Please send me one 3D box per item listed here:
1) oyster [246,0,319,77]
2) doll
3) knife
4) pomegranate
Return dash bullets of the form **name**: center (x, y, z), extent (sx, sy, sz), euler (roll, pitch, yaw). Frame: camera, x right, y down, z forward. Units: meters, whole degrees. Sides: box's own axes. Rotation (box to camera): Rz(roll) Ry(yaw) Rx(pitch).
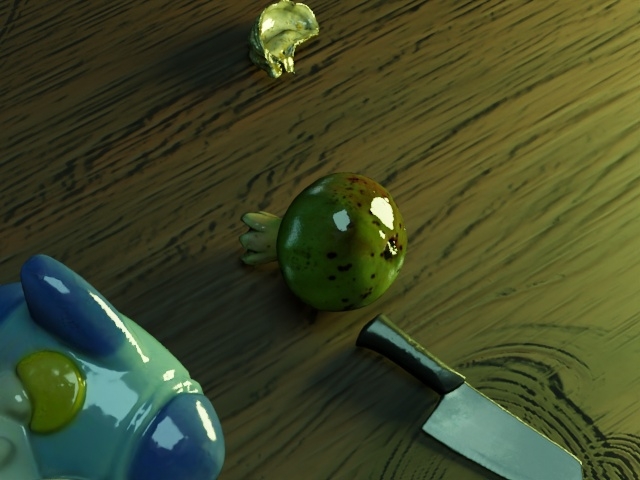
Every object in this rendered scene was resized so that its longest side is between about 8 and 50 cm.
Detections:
- **oyster**: center (-0.033, -0.175, 1.696), extent (0.083, 0.038, 0.080), euler (-5, 62, -42)
- **doll**: center (-0.209, 0.153, 1.331), extent (0.376, 0.187, 0.365), euler (11, 59, -18)
- **knife**: center (0.118, 0.142, 1.485), extent (0.230, 0.028, 0.060), euler (35, 70, 14)
- **pomegranate**: center (0.000, 0.000, 1.527), extent (0.142, 0.114, 0.114), euler (5, 49, 29)
